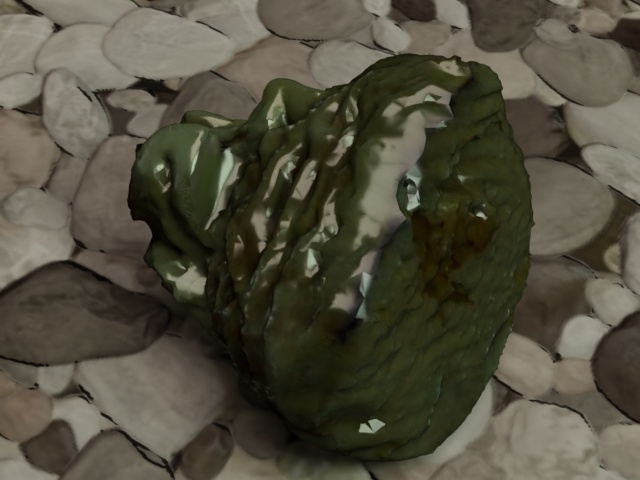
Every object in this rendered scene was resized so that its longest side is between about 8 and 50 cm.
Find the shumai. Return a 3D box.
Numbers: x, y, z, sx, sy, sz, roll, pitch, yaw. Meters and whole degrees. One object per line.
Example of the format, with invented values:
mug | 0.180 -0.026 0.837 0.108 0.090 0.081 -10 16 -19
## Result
shumai | 0.002 0.000 0.852 0.218 0.189 0.255 13 64 28
